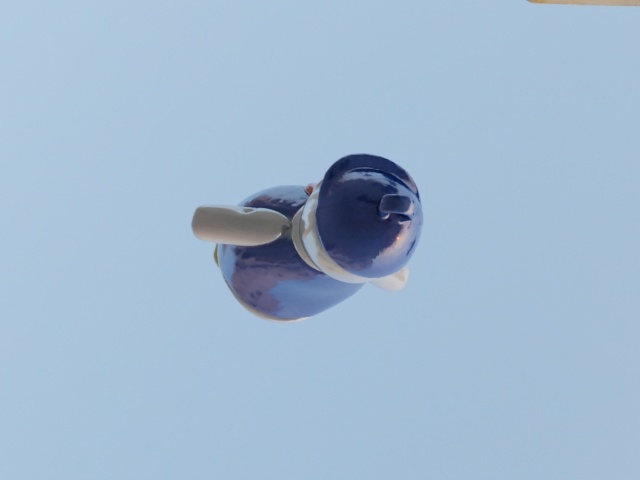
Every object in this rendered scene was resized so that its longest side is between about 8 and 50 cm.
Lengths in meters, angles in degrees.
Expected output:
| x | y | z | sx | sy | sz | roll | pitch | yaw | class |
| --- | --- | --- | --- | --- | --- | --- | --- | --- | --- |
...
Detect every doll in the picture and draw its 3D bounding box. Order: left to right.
| x | y | z | sx | sy | sz | roll | pitch | yaw | class |
| --- | --- | --- | --- | --- | --- | --- | --- | --- | --- |
| 0.000 | 0.000 | 0.502 | 0.099 | 0.143 | 0.057 | 15 | -105 | -21 | doll |

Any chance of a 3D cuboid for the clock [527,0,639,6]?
| x | y | z | sx | sy | sz | roll | pitch | yaw | class |
| --- | --- | --- | --- | --- | --- | --- | --- | --- | --- |
| 0.251 | -0.374 | 1.061 | 0.200 | 0.317 | 0.244 | -3 | -118 | 15 | clock |
